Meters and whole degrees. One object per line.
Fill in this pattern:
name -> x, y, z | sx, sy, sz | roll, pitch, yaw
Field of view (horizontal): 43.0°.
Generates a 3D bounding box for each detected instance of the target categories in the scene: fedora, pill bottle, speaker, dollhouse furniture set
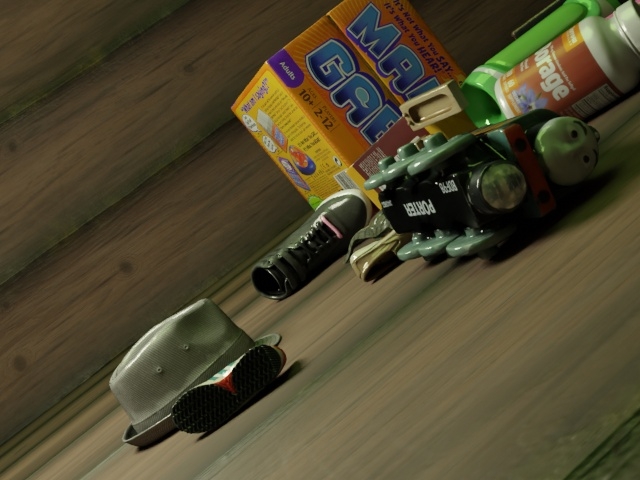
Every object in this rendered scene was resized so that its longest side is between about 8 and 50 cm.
fedora -> -0.207, 0.179, 1.219 | 0.275, 0.124, 0.244 | -38, 6, -10
pill bottle -> 0.366, -0.236, 1.144 | 0.216, 0.121, 0.121 | -34, 6, 32
speaker -> 0.377, -0.299, 1.361 | 0.297, 0.131, 0.131 | -38, 6, -16
dollhouse furniture set -> 0.193, -0.159, 1.322 | 0.144, 0.151, 0.123 | -17, 20, 51

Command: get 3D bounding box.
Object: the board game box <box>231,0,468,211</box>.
board game box -> 0.069, -0.317, 1.870 | 0.356, 0.356, 0.356 | -42, 7, -18

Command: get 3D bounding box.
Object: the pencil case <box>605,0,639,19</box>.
pencil case -> 0.461, -0.295, 1.227 | 0.209, 0.098, 0.095 | -35, -39, 18

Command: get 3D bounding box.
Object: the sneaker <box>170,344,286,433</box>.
sneaker -> -0.106, 0.183, 0.999 | 0.161, 0.057, 0.075 | -37, -11, 9

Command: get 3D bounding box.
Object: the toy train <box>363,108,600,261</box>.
toy train -> 0.175, -0.069, 0.925 | 0.190, 0.142, 0.334 | -28, 4, -12

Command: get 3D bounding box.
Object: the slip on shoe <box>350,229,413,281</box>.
slip on shoe -> 0.107, 0.011, 1.133 | 0.135, 0.051, 0.041 | -29, 46, 3

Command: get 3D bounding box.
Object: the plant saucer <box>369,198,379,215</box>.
plant saucer -> 0.000, 0.000, 1.842 | 0.258, 0.047, 0.259 | -32, 6, 36

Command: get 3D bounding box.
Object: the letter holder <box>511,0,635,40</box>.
letter holder -> 0.543, -0.438, 1.595 | 0.302, 0.152, 0.214 | -35, 4, 17

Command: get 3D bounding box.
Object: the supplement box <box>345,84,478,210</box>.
supplement box -> 0.181, -0.168, 1.535 | 0.194, 0.129, 0.191 | -43, 0, 29

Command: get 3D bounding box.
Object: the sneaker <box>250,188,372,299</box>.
sneaker -> -0.021, 0.020, 1.556 | 0.296, 0.104, 0.147 | -40, 4, 35

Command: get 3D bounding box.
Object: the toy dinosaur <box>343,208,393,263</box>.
toy dinosaur -> 0.116, -0.034, 1.348 | 0.118, 0.064, 0.268 | -46, 6, -23
